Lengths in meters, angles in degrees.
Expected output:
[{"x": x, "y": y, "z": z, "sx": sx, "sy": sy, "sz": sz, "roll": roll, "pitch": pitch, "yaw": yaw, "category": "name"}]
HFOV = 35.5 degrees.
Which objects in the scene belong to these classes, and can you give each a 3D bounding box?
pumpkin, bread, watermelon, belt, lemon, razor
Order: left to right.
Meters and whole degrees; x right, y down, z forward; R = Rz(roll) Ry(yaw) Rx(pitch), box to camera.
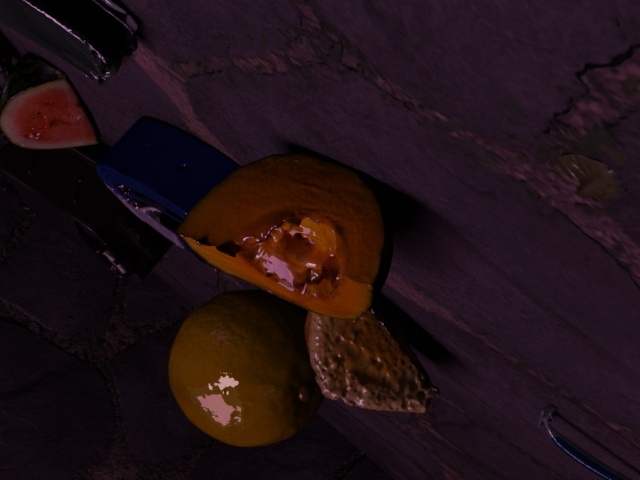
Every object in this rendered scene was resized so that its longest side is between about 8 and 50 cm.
[{"x": -0.529, "y": -0.272, "z": 1.892, "sx": 0.303, "sy": 0.159, "sz": 0.128, "roll": 88, "pitch": 169, "yaw": -72, "category": "watermelon"}, {"x": -0.209, "y": -0.073, "z": 1.562, "sx": 0.347, "sy": 0.117, "sz": 0.212, "roll": 25, "pitch": 159, "yaw": 45, "category": "belt"}, {"x": -0.142, "y": 0.261, "z": 2.049, "sx": 0.348, "sy": 0.348, "sz": 0.348, "roll": 38, "pitch": 167, "yaw": 10, "category": "lemon"}, {"x": 0.000, "y": 0.000, "z": 1.172, "sx": 0.312, "sy": 0.148, "sz": 0.169, "roll": 16, "pitch": 164, "yaw": 40, "category": "pumpkin"}, {"x": 0.057, "y": 0.171, "z": 1.550, "sx": 0.262, "sy": 0.163, "sz": 0.204, "roll": 54, "pitch": 179, "yaw": 2, "category": "bread"}, {"x": 0.371, "y": 0.294, "z": 1.334, "sx": 0.191, "sy": 0.037, "sz": 0.068, "roll": 35, "pitch": 165, "yaw": 20, "category": "razor"}]

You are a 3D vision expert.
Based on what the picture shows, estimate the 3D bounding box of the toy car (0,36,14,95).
[{"x": -0.708, "y": -0.389, "z": 1.898, "sx": 0.301, "sy": 0.118, "sz": 0.193, "roll": 35, "pitch": 155, "yaw": 27, "category": "toy car"}]

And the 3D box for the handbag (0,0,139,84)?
[{"x": -0.357, "y": -0.301, "z": 1.264, "sx": 0.260, "sy": 0.079, "sz": 0.247, "roll": 38, "pitch": 170, "yaw": -15, "category": "handbag"}]

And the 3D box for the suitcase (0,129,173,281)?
[{"x": -0.510, "y": -0.093, "z": 2.164, "sx": 0.434, "sy": 0.194, "sz": 0.283, "roll": 31, "pitch": 165, "yaw": 33, "category": "suitcase"}]
